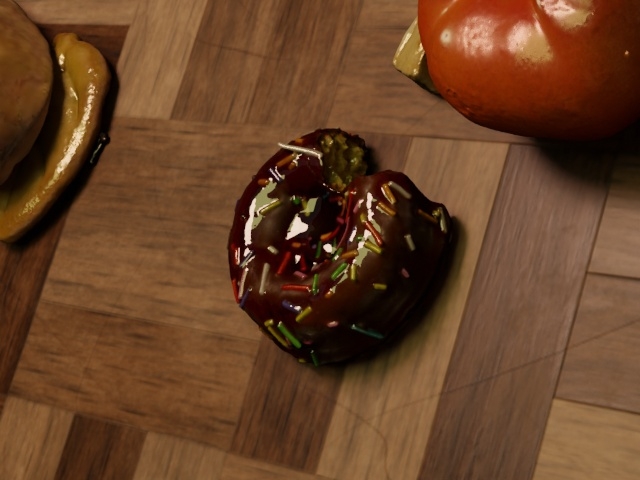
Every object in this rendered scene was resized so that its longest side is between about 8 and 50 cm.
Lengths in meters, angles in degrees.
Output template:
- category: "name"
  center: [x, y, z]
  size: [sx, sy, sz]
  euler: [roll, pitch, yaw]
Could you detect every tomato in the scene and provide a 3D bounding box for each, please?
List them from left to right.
- category: "tomato"
  center: [0.206, -0.202, 1.339]
  size: [0.260, 0.180, 0.259]
  euler: [-18, 58, 32]

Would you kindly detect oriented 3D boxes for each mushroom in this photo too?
- category: "mushroom"
  center: [-0.492, -0.218, 1.804]
  size: [0.397, 0.314, 0.224]
  euler: [36, 102, 45]

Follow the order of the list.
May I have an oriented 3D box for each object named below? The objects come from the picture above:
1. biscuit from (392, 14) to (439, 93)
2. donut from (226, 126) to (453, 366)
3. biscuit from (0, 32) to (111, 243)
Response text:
- category: "biscuit"
  center: [0.132, -0.232, 1.498]
  size: [0.056, 0.052, 0.188]
  euler: [28, 88, 55]
- category: "donut"
  center: [0.001, 0.001, 1.469]
  size: [0.216, 0.096, 0.230]
  euler: [-46, 50, 13]
- category: "biscuit"
  center: [-0.326, -0.120, 1.817]
  size: [0.203, 0.041, 0.260]
  euler: [4, 72, 39]
